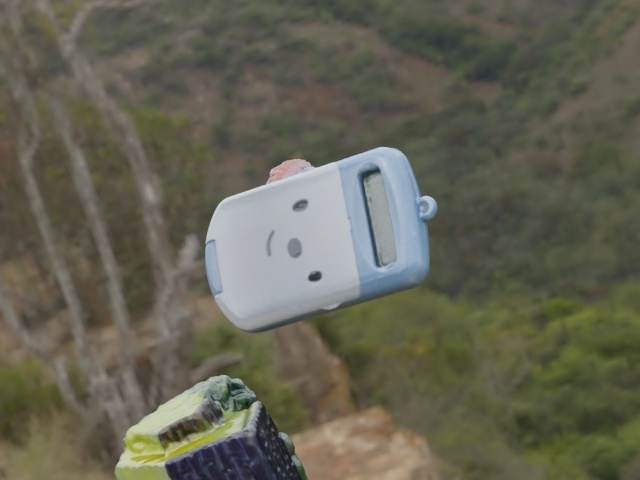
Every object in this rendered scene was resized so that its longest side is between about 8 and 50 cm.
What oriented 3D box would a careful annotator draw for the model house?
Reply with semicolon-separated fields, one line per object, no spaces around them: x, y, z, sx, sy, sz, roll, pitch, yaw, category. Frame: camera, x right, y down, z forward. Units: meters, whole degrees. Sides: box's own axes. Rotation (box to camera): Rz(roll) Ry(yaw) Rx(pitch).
-0.060;0.234;1.626;0.170;0.194;0.211;-29;12;-30;model house

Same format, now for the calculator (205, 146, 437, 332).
0.000;0.000;1.408;0.210;0.121;0.039;-17;-15;24;calculator

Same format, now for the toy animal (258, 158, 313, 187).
-0.035;-0.029;1.928;0.100;0.103;0.208;25;-28;-30;toy animal
